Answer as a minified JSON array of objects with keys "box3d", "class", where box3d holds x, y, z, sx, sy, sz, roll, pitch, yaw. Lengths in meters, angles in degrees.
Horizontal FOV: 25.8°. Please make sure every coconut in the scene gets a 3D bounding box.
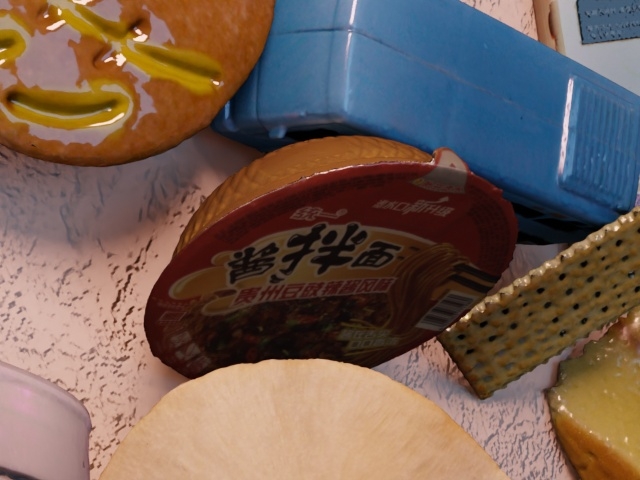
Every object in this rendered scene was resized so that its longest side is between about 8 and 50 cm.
[{"box3d":[-0.010,0.217,0.866,0.328,0.328,0.329,6,81,-42],"class":"coconut"}]

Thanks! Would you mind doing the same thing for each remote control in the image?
[{"box3d":[0.286,-0.152,1.349,0.145,0.050,0.344,-8,92,-19],"class":"remote control"}]

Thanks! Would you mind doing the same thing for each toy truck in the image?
[{"box3d":[0.093,-0.105,1.117,0.385,0.162,0.161,19,74,-40],"class":"toy truck"}]

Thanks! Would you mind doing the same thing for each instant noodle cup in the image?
[{"box3d":[0.000,0.000,0.989,0.274,0.274,0.091,15,43,-41],"class":"instant noodle cup"}]

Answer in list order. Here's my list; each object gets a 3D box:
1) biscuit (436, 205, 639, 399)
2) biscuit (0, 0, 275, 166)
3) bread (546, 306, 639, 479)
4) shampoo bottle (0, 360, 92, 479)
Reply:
[{"box3d":[0.214,0.047,1.185,0.139,0.231,0.016,53,7,-51],"class":"biscuit"},{"box3d":[-0.175,-0.252,0.906,0.394,0.070,0.350,48,60,-18],"class":"biscuit"},{"box3d":[0.358,0.252,1.398,0.362,0.245,0.233,45,53,7],"class":"bread"},{"box3d":[-0.246,0.184,0.693,0.273,0.273,0.266,24,65,-39],"class":"shampoo bottle"}]
